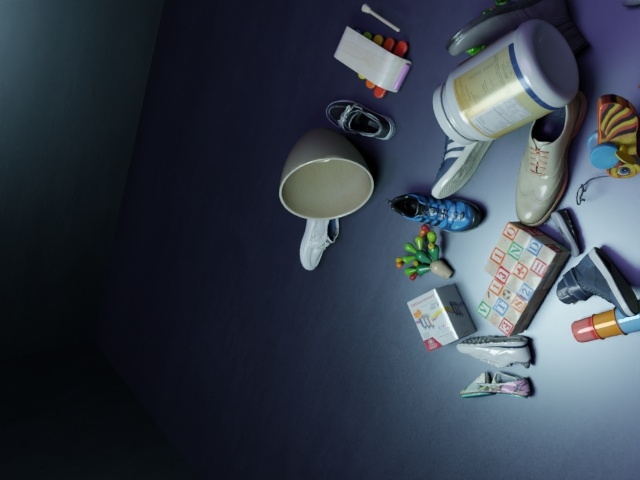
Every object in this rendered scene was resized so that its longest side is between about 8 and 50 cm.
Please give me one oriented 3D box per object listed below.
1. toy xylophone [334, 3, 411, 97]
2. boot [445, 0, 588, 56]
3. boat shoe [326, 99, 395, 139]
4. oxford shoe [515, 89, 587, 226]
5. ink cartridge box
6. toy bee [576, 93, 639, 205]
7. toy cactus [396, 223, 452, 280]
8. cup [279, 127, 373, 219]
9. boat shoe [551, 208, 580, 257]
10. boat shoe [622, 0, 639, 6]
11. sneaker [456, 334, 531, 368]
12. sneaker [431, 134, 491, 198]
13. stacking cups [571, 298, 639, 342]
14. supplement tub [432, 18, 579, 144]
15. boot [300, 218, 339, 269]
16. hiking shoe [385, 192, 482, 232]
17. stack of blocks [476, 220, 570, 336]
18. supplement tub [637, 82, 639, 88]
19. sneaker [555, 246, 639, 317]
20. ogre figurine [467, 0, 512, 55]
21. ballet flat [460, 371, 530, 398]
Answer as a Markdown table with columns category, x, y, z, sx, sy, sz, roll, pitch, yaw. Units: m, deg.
| category | x | y | z | sx | sy | sz | roll | pitch | yaw |
| --- | --- | --- | --- | --- | --- | --- | --- | --- | --- |
| toy xylophone | 0.181 | -0.662 | 1.971 | 0.322 | 0.081 | 0.236 | 51 | 125 | 26 |
| boot | 0.535 | -0.535 | 1.564 | 0.338 | 0.118 | 0.222 | -23 | 95 | 25 |
| boat shoe | 0.119 | -0.432 | 2.035 | 0.306 | 0.105 | 0.113 | 35 | 116 | 34 |
| oxford shoe | 0.611 | -0.231 | 1.579 | 0.140 | 0.146 | 0.397 | 20 | 106 | 39 |
| ink cartridge box | 0.392 | 0.247 | 1.844 | 0.128 | 0.127 | 0.176 | -35 | 70 | 39 |
| toy bee | 0.769 | -0.231 | 1.456 | 0.162 | 0.298 | 0.195 | 5 | 61 | 15 |
| toy cactus | 0.352 | 0.065 | 1.877 | 0.180 | 0.112 | 0.219 | 36 | 125 | 15 |
| cup | 0.011 | -0.265 | 2.045 | 0.331 | 0.331 | 0.237 | -39 | 44 | 38 |
| boat shoe | 0.698 | -0.023 | 1.595 | 0.040 | 0.049 | 0.142 | -24 | 85 | -3 |
| boat shoe | 0.779 | -0.705 | 1.427 | 0.081 | 0.079 | 0.227 | -4 | 95 | 38 |
| sneaker | 0.531 | 0.349 | 1.761 | 0.235 | 0.090 | 0.095 | -8 | 99 | 44 |
| sneaker | 0.427 | -0.300 | 1.761 | 0.148 | 0.131 | 0.350 | 43 | 111 | 29 |
| stacking cups | 0.820 | 0.198 | 1.488 | 0.316 | 0.096 | 0.096 | -27 | 76 | 45 |
| supplement tub | 0.474 | -0.398 | 1.484 | 0.316 | 0.228 | 0.228 | -23 | 78 | 52 |
| boot | 0.000 | 0.000 | 2.192 | 0.123 | 0.095 | 0.258 | 19 | 106 | 47 |
| hiking shoe | 0.364 | -0.085 | 1.830 | 0.304 | 0.132 | 0.113 | 13 | 103 | 41 |
| stack of blocks | 0.576 | 0.112 | 1.676 | 0.171 | 0.087 | 0.297 | 42 | 123 | 40 |
| supplement tub | 0.881 | -0.463 | 1.284 | 0.193 | 0.193 | 0.316 | 39 | 120 | 32 |
| sneaker | 0.730 | 0.148 | 1.515 | 0.163 | 0.086 | 0.226 | -49 | 30 | 30 |
| ogre figurine | 0.494 | -0.615 | 1.686 | 0.197 | 0.097 | 0.118 | -28 | 64 | 29 |
| ballet flat | 0.543 | 0.452 | 1.774 | 0.221 | 0.077 | 0.079 | -12 | 68 | 37 |
